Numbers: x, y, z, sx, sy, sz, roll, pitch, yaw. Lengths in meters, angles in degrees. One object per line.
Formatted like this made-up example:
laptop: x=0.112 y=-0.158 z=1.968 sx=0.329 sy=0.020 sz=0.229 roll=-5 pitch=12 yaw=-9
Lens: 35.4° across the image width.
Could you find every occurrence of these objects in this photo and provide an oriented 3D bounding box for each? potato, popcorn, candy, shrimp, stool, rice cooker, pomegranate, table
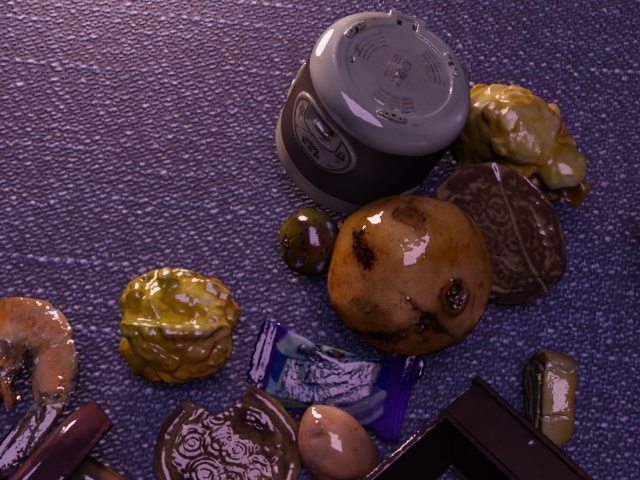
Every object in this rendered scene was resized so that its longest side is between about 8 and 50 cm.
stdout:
potato: x=0.027 y=0.316 z=1.521 sx=0.147 sy=0.112 sz=0.112 roll=47 pitch=69 yaw=-26
popcorn: x=0.337 y=-0.149 z=1.670 sx=0.192 sy=0.233 sz=0.266 roll=-33 pitch=49 yaw=-29
candy: x=0.021 y=0.223 z=1.591 sx=0.275 sy=0.070 sz=0.145 roll=14 pitch=78 yaw=-1
shrimp: x=-0.511 y=0.282 z=1.477 sx=0.272 sy=0.085 sz=0.445 roll=12 pitch=63 yaw=27
stool: x=-0.358 y=0.379 z=1.411 sx=0.178 sy=0.272 sz=0.272 roll=44 pitch=72 yaw=-2
rice cooker: x=0.076 y=-0.203 z=1.640 sx=0.289 sy=0.277 sz=0.288 roll=10 pitch=60 yaw=-17
popcorn: x=-0.222 y=0.137 z=1.563 sx=0.198 sy=0.155 sz=0.197 roll=1 pitch=49 yaw=-2
pomegranate: x=0.000 y=0.000 z=1.655 sx=0.142 sy=0.114 sz=0.114 roll=-10 pitch=69 yaw=-35
pomegranate: x=0.141 y=0.052 z=1.562 sx=0.261 sy=0.260 sz=0.260 roll=1 pitch=70 yaw=-4
table: x=0.215 y=0.400 z=1.434 sx=0.282 sy=0.196 sz=0.250 roll=-38 pitch=57 yaw=-15

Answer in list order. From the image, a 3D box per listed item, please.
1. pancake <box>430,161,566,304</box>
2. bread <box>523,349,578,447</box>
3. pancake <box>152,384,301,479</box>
pancake: x=0.275 y=-0.005 z=1.627 sx=0.250 sy=0.250 sz=0.031 roll=34 pitch=34 yaw=8
bread: x=0.359 y=0.251 z=1.577 sx=0.064 sy=0.117 sz=0.156 roll=6 pitch=69 yaw=-4
pancake: x=-0.140 y=0.334 z=1.545 sx=0.235 sy=0.029 sz=0.211 roll=-19 pitch=80 yaw=-4
